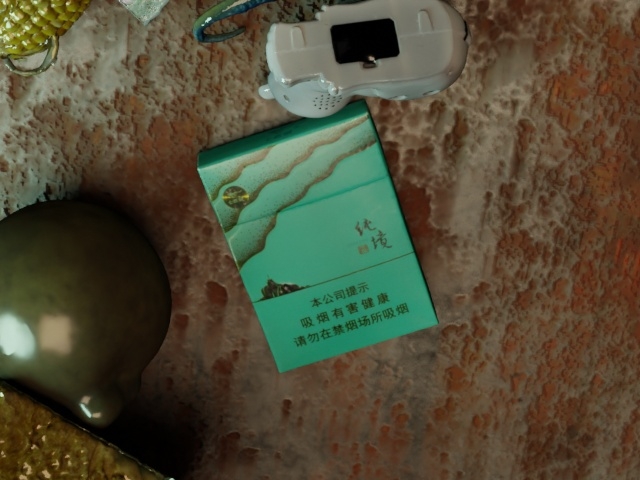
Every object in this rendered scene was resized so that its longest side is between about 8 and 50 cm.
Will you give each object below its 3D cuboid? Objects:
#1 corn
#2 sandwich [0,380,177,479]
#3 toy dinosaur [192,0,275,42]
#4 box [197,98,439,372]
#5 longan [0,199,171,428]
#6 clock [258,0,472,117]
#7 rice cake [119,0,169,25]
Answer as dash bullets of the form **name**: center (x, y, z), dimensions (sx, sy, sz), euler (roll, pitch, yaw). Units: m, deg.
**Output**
- **corn**: center (-0.181, -0.261, 1.150), dimensions (0.106, 0.106, 0.293), euler (38, 108, -19)
- **sandwich**: center (-0.222, 0.227, 1.316), dimensions (0.273, 0.249, 0.095), euler (34, 73, -18)
- **toy dinosaur**: center (0.063, -0.248, 1.183), dimensions (0.362, 0.076, 0.147), euler (-14, 128, -3)
- **box**: center (0.000, 0.000, 1.319), dimensions (0.160, 0.042, 0.226), euler (-18, 116, 4)
- **longan**: center (-0.213, 0.064, 1.258), dimensions (0.185, 0.204, 0.159), euler (-6, 161, -38)
- **clock**: center (0.037, -0.151, 1.219), dimensions (0.176, 0.117, 0.080), euler (-9, 81, -8)
- **rice cake**: center (-0.090, -0.265, 1.189), dimensions (0.043, 0.034, 0.211), euler (38, 108, -22)
